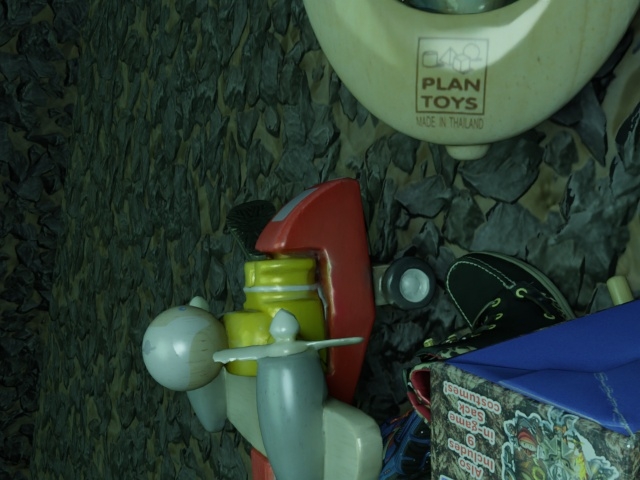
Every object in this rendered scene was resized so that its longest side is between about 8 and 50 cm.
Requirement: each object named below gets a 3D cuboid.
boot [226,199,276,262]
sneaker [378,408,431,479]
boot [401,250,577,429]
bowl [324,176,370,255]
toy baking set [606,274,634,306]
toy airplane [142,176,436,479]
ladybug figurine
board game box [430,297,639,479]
[{"bbox_3d":[-0.072,0.068,1.122,0.190,0.076,0.209,-108,4,-58],"label":"boot"},{"bbox_3d":[0.098,0.214,0.870,0.221,0.083,0.087,-63,32,31],"label":"sneaker"},{"bbox_3d":[0.140,0.085,0.702,0.236,0.178,0.085,49,130,45],"label":"boot"},{"bbox_3d":[0.000,0.000,1.049,0.142,0.053,0.142,-39,58,50],"label":"bowl"},{"bbox_3d":[0.305,0.091,0.577,0.196,0.030,0.256,-34,62,53],"label":"toy baking set"},{"bbox_3d":[-0.063,0.160,0.849,0.386,0.272,0.384,-55,27,36],"label":"toy airplane"},{"bbox_3d":[0.129,-0.293,0.676,0.305,0.162,0.450,6,98,16],"label":"ladybug figurine"},{"bbox_3d":[0.201,0.207,0.517,0.141,0.232,0.291,15,109,54],"label":"board game box"}]
